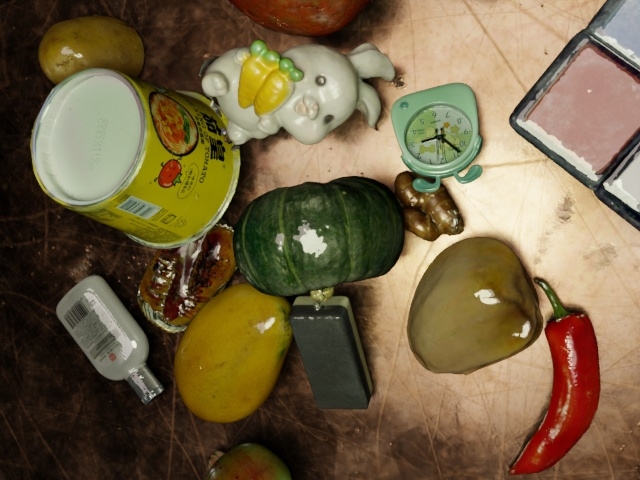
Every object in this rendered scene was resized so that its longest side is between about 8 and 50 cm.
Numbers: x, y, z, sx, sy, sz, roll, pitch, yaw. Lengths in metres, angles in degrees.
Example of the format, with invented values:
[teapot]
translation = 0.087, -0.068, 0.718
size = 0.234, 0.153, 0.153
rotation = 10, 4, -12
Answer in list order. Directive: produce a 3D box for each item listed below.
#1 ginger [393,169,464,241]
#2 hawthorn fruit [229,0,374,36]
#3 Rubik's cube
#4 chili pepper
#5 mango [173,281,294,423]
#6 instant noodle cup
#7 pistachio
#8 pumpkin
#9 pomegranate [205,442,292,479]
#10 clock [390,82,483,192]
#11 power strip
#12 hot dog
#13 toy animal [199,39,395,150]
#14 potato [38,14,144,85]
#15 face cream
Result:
[ginger]
translation = 0.183, -0.067, 1.248
size = 0.103, 0.073, 0.162
rotation = -25, 75, 2
[hawthorn fruit]
translation = -0.046, -0.489, 1.161
size = 0.316, 0.316, 0.316
rotation = 2, 97, 17
[Rubik's cube]
translation = 0.495, -0.197, 1.006
size = 0.316, 0.318, 0.313
rotation = 41, 108, 10
[chili pepper]
translation = 0.411, 0.257, 1.204
size = 0.137, 0.092, 0.368
rotation = 10, 96, 28
[mango]
translation = -0.161, 0.207, 1.318
size = 0.211, 0.173, 0.317
rotation = 51, 120, 28
[instant noodle cup]
translation = -0.348, -0.157, 1.277
size = 0.325, 0.254, 0.325
rotation = -3, 82, 23
[pistachio]
translation = 0.250, 0.119, 1.208
size = 0.260, 0.163, 0.212
rotation = -36, 64, 31
[pumpkin]
translation = 0.000, 0.000, 1.196
size = 0.300, 0.300, 0.207
rotation = -15, 86, 19
[pomegranate]
translation = -0.155, 0.481, 1.378
size = 0.210, 0.180, 0.180
rotation = 25, 106, 51
[clock]
translation = 0.204, -0.173, 1.201
size = 0.148, 0.060, 0.188
rotation = -10, 70, 13
[power strip]
translation = 0.022, 0.204, 1.273
size = 0.105, 0.070, 0.256
rotation = -3, 127, 17
[hot dog]
translation = -0.268, 0.062, 1.399
size = 0.162, 0.082, 0.270
rotation = 39, 107, 12
[toy animal]
translation = -0.043, -0.261, 1.219
size = 0.310, 0.247, 0.183
rotation = -1, 105, 28
[potato]
translation = -0.477, -0.369, 1.383
size = 0.203, 0.158, 0.178
rotation = 16, 102, 11
[face cream]
translation = -0.436, 0.217, 1.473
size = 0.144, 0.071, 0.291
rotation = -43, 82, 18
